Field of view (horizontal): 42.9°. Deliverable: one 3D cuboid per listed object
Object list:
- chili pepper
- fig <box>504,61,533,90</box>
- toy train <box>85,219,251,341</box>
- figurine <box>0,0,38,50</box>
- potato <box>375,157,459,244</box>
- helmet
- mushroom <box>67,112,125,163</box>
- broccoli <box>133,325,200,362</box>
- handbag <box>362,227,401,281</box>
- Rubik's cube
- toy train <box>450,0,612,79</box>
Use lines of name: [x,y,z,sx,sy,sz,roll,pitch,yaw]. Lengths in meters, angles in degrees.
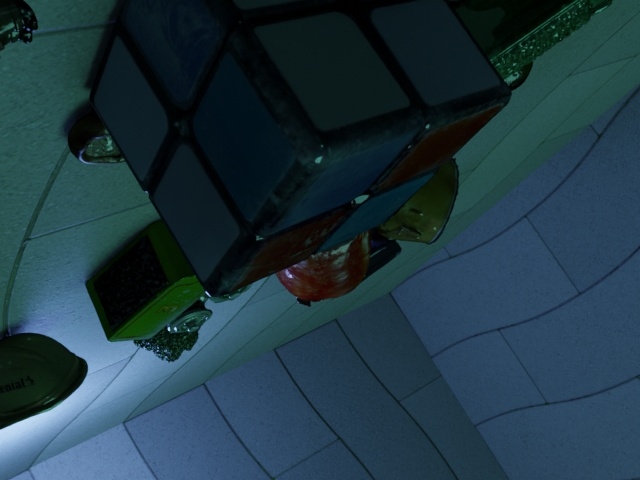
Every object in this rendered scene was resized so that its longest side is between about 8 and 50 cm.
chili pepper: [0.000,0.000,1.996,0.251,0.229,0.305,-3,153,3]
fig: [0.344,-0.363,1.634,0.156,0.123,0.123,13,151,-14]
toy train: [-0.291,0.073,1.619,0.307,0.173,0.249,-38,157,25]
figurine: [-0.351,-0.156,0.742,0.196,0.108,0.114,-33,-166,-28]
potato: [0.204,-0.124,2.007,0.299,0.196,0.247,-135,-112,-81]
helmet: [-0.612,0.263,1.627,0.257,0.137,0.204,-24,-154,2]
mushroom: [-0.273,-0.143,1.076,0.123,0.052,0.123,-24,165,-7]
broccoli: [-0.364,0.193,1.947,0.195,0.156,0.195,-28,128,-42]
handbag: [0.123,0.061,2.652,0.269,0.118,0.325,-40,166,4]
Rubik's cube: [-0.035,-0.170,0.945,0.313,0.316,0.318,-23,166,-37]
toy train: [0.280,-0.370,1.182,0.266,0.202,0.145,-35,169,15]
